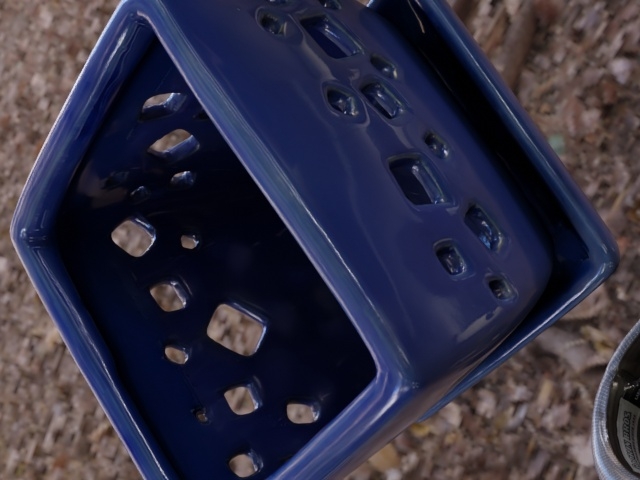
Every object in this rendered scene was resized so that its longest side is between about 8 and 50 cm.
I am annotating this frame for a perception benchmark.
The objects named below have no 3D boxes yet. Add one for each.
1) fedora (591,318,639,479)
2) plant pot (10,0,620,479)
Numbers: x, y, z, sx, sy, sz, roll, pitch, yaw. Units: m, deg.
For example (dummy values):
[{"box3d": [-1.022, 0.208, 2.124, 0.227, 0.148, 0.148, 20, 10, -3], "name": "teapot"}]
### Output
[{"box3d": [0.324, 0.124, 0.856, 0.275, 0.124, 0.244, -23, 36, 58], "name": "fedora"}, {"box3d": [0.000, 0.000, 0.651, 0.236, 0.212, 0.236, 57, 139, 15], "name": "plant pot"}]
